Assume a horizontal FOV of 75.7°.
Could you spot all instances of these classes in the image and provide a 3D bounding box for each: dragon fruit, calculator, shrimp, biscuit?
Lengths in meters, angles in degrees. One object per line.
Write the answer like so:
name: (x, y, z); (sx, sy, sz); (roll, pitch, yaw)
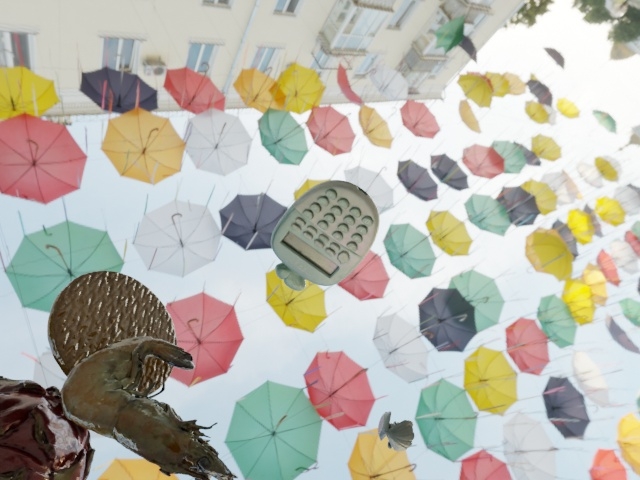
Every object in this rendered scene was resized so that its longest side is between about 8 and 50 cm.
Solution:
dragon fruit: (-0.539, 0.380, 0.660); (0.329, 0.329, 0.330); (16, -126, -23)
calculator: (0.000, 0.000, 0.845); (0.184, 0.295, 0.042); (36, -145, -7)
shrimp: (-0.214, 0.223, 0.577); (0.295, 0.058, 0.169); (21, -143, 16)
biscuit: (-0.379, 0.176, 0.771); (0.262, 0.037, 0.262); (49, -159, -27)

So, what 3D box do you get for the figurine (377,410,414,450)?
figurine: (0.200, 0.509, 1.090); (0.086, 0.082, 0.095); (19, -89, 0)
